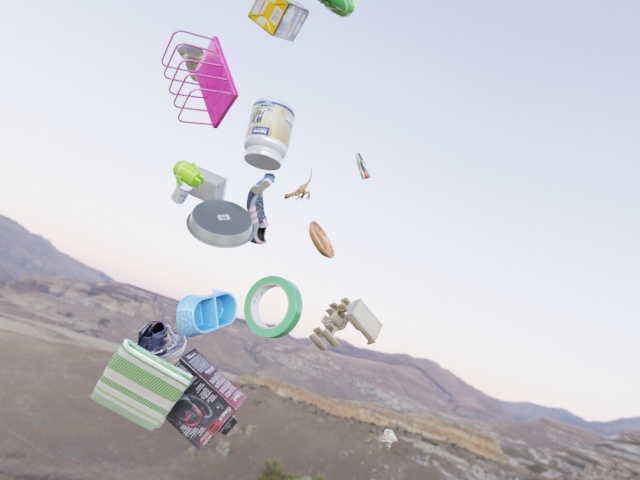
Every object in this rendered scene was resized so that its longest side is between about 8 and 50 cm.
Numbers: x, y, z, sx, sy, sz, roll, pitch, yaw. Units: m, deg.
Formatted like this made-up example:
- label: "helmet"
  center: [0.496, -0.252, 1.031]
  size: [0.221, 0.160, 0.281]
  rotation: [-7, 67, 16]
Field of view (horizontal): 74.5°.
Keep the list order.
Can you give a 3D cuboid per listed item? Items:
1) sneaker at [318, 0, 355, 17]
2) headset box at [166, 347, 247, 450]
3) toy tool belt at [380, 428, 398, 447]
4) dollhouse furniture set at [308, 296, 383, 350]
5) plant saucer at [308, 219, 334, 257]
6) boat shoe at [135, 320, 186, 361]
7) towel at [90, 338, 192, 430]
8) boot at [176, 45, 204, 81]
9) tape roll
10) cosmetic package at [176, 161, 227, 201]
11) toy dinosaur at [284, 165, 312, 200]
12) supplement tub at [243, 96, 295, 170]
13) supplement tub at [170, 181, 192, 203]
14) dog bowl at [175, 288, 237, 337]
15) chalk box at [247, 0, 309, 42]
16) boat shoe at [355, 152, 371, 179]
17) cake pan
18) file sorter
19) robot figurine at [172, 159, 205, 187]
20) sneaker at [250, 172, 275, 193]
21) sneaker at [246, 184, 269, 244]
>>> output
- label: "sneaker"
  center: [-0.008, -0.901, 1.504]
  size: [0.295, 0.124, 0.109]
  rotation: [37, -39, -8]
- label: "headset box"
  center: [-0.424, 0.569, 1.485]
  size: [0.293, 0.218, 0.110]
  rotation: [40, 11, 6]
- label: "toy tool belt"
  center: [0.222, 0.652, 1.384]
  size: [0.052, 0.051, 0.083]
  rotation: [56, -6, 33]
- label: "dollhouse furniture set"
  center: [0.115, 0.369, 1.798]
  size: [0.242, 0.212, 0.161]
  rotation: [-29, -75, 41]
- label: "plant saucer"
  center: [0.000, 0.000, 1.969]
  size: [0.037, 0.200, 0.200]
  rotation: [-31, -35, 14]
- label: "boat shoe"
  center: [-0.601, 0.376, 1.622]
  size: [0.127, 0.158, 0.340]
  rotation: [17, 8, 1]
- label: "towel"
  center: [-0.563, 0.463, 1.319]
  size: [0.247, 0.038, 0.325]
  rotation: [33, -60, -9]
- label: "boot"
  center: [-0.616, -0.871, 2.091]
  size: [0.213, 0.077, 0.165]
  rotation: [31, -28, 36]
- label: "tape roll"
  center: [-0.251, 0.348, 2.214]
  size: [0.321, 0.322, 0.077]
  rotation: [10, -10, 28]
- label: "cosmetic package"
  center: [-0.590, -0.281, 2.084]
  size: [0.237, 0.107, 0.127]
  rotation: [24, -57, 9]
- label: "toy dinosaur"
  center: [-0.086, -0.261, 2.123]
  size: [0.064, 0.211, 0.112]
  rotation: [33, -20, 39]
- label: "supplement tub"
  center: [-0.264, -0.541, 2.150]
  size: [0.228, 0.317, 0.228]
  rotation: [9, -14, 2]
- label: "supplement tub"
  center: [-0.662, -0.232, 2.007]
  size: [0.070, 0.071, 0.107]
  rotation: [25, -51, -23]
- label: "dog bowl"
  center: [-0.445, 0.288, 1.695]
  size: [0.074, 0.166, 0.297]
  rotation: [-7, 0, 27]
- label: "chalk box"
  center: [-0.144, -0.849, 1.585]
  size: [0.132, 0.132, 0.213]
  rotation: [41, 28, 7]
- label: "boat shoe"
  center: [0.200, -0.353, 1.983]
  size: [0.043, 0.137, 0.049]
  rotation: [-13, -13, -11]
- label: "cake pan"
  center: [-0.423, -0.082, 1.806]
  size: [0.292, 0.293, 0.054]
  rotation: [19, -54, -3]
- label: "file sorter"
  center: [-0.476, -0.618, 1.615]
  size: [0.182, 0.291, 0.202]
  rotation: [-6, -22, -42]
- label: "robot figurine"
  center: [-0.454, -0.230, 1.442]
  size: [0.115, 0.101, 0.067]
  rotation: [34, -41, -1]
- label: "sneaker"
  center: [-0.284, -0.290, 2.116]
  size: [0.152, 0.085, 0.058]
  rotation: [-25, -64, 43]
- label: "sneaker"
  center: [-0.318, -0.132, 2.225]
  size: [0.131, 0.319, 0.112]
  rotation: [18, 24, 31]
